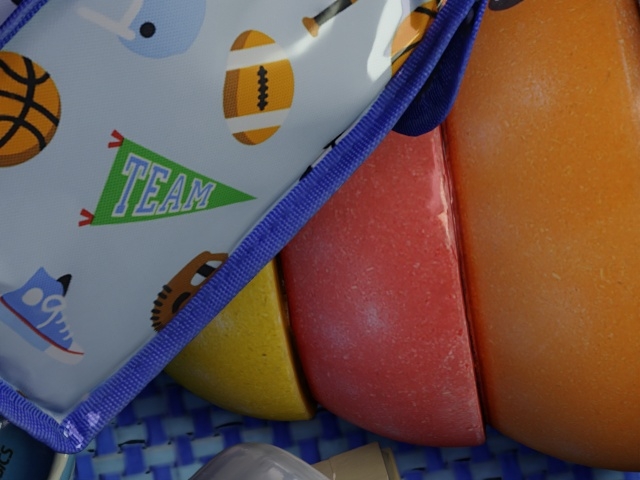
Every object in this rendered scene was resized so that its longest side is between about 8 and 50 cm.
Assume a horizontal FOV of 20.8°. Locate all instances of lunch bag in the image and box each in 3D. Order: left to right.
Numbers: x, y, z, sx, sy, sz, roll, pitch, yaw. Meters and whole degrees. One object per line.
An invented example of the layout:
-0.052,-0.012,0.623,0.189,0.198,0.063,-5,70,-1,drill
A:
-0.102,-0.143,0.885,0.385,0.239,0.328,-47,42,2,lunch bag

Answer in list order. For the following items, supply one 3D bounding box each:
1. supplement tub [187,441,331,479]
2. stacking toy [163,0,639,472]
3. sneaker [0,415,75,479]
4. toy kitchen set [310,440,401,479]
-0.089,0.274,0.917,0.193,0.193,0.316,45,67,9,supplement tub
0.000,0.000,1.021,0.480,0.350,0.350,-8,69,3,stacking toy
-0.203,0.186,0.993,0.085,0.086,0.237,17,67,-5,sneaker
0.024,0.177,1.063,0.075,0.068,0.083,-21,71,12,toy kitchen set
